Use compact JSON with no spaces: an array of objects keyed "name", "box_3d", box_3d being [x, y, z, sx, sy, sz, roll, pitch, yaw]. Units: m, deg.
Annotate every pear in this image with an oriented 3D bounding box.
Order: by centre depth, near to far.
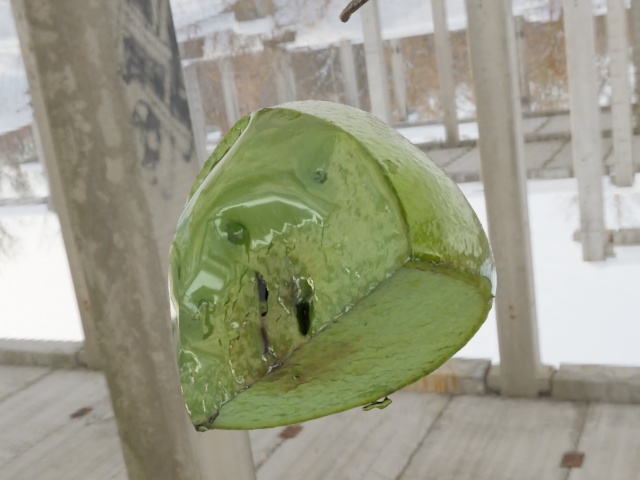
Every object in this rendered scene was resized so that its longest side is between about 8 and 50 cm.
[{"name":"pear","box_3d":[0.000,0.000,0.854,0.238,0.318,0.342,12,139,-43]}]

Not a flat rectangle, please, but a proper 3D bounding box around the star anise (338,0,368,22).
[{"name":"star anise","box_3d":[0.133,-0.342,0.879,0.227,0.219,0.148,-5,-131,-5]}]
